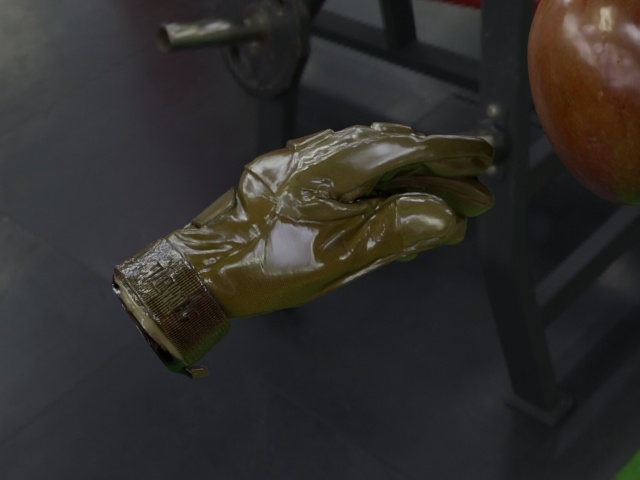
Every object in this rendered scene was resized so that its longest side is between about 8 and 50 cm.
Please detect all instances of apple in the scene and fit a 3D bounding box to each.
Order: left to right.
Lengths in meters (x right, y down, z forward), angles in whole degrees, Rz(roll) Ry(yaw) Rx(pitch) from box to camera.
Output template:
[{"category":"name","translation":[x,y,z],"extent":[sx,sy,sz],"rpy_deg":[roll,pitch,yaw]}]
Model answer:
[{"category":"apple","translation":[0.290,-0.130,0.867],"extent":[0.253,0.253,0.253],"rpy_deg":[-8,39,6]}]

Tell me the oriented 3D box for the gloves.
[{"category":"gloves","translation":[-0.010,-0.013,0.893],"extent":[0.331,0.154,0.141],"rpy_deg":[-28,82,-6]}]
